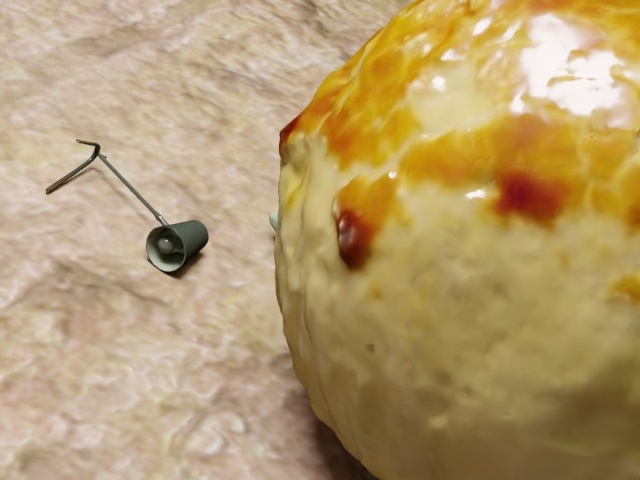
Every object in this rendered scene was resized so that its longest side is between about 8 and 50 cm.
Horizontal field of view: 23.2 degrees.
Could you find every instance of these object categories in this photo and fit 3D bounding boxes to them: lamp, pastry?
[{"bbox_3d":[-0.126,-0.025,1.076,0.121,0.041,0.054,35,29,16],"label":"lamp"},{"bbox_3d":[0.160,-0.006,0.935,0.389,0.312,0.388,10,33,-7],"label":"pastry"}]

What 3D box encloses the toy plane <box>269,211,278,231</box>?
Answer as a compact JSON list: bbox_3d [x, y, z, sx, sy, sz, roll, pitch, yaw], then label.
[{"bbox_3d":[-0.001,0.002,1.101,0.083,0.033,0.080,23,34,16],"label":"toy plane"}]
